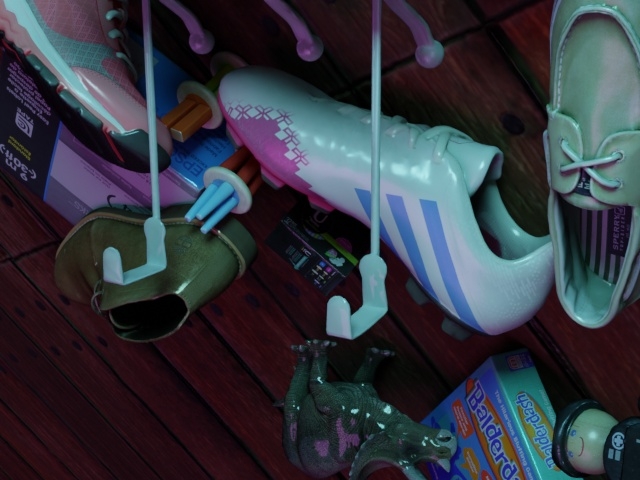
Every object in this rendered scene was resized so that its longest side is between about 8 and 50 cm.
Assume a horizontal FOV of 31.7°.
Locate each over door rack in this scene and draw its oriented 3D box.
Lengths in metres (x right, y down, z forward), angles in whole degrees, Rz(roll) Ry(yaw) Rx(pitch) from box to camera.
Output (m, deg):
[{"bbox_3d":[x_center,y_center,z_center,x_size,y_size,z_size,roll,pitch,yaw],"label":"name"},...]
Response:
[{"bbox_3d":[-0.037,-0.108,0.859,0.239,0.108,0.324,9,96,33],"label":"over door rack"}]

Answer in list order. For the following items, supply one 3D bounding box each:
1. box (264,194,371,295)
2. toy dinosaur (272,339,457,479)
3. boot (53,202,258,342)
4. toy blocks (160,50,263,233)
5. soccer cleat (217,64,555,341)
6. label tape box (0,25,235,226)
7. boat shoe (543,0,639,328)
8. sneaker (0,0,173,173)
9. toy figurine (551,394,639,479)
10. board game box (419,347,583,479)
[{"bbox_3d":[0.000,0.000,1.103,0.083,0.062,0.052,41,146,-1],"label":"box"},{"bbox_3d":[0.004,0.197,1.233,0.121,0.160,0.313,14,163,-37],"label":"toy dinosaur"},{"bbox_3d":[-0.197,0.040,1.110,0.305,0.115,0.112,-10,127,50],"label":"boot"},{"bbox_3d":[-0.094,-0.087,1.016,0.123,0.148,0.054,42,147,-3],"label":"toy blocks"},{"bbox_3d":[0.067,-0.063,0.944,0.331,0.116,0.143,40,125,4],"label":"soccer cleat"},{"bbox_3d":[-0.226,-0.073,1.202,0.240,0.106,0.334,38,147,2],"label":"label tape box"},{"bbox_3d":[0.210,-0.058,0.796,0.109,0.094,0.302,15,140,33],"label":"boat shoe"},{"bbox_3d":[-0.213,-0.198,0.985,0.314,0.136,0.116,48,169,12],"label":"sneaker"},{"bbox_3d":[0.301,0.158,0.860,0.148,0.213,0.209,6,138,55],"label":"toy figurine"},{"bbox_3d":[0.175,0.223,1.131,0.210,0.047,0.160,121,135,-56],"label":"board game box"}]
